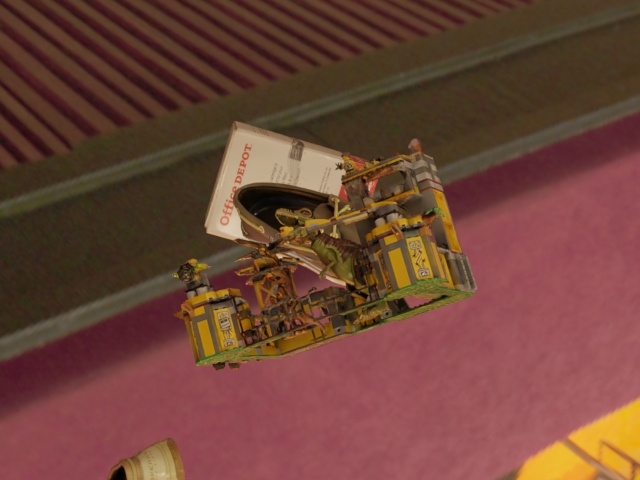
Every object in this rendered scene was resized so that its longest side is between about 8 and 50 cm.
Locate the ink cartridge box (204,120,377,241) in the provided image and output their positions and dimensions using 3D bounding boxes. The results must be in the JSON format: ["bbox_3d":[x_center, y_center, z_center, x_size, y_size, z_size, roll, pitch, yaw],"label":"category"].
[{"bbox_3d":[-0.057,-0.082,1.970,0.273,0.114,0.197,16,101,-12],"label":"ink cartridge box"}]

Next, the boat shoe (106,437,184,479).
[{"bbox_3d":[-0.291,0.375,1.618,0.089,0.104,0.285,-7,150,-34],"label":"boat shoe"}]

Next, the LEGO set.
[{"bbox_3d":[0.000,0.000,1.148,0.331,0.192,0.255,-23,166,29],"label":"LEGO set"}]

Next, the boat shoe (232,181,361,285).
[{"bbox_3d":[0.004,-0.014,1.532,0.109,0.305,0.091,-59,142,-23],"label":"boat shoe"}]
